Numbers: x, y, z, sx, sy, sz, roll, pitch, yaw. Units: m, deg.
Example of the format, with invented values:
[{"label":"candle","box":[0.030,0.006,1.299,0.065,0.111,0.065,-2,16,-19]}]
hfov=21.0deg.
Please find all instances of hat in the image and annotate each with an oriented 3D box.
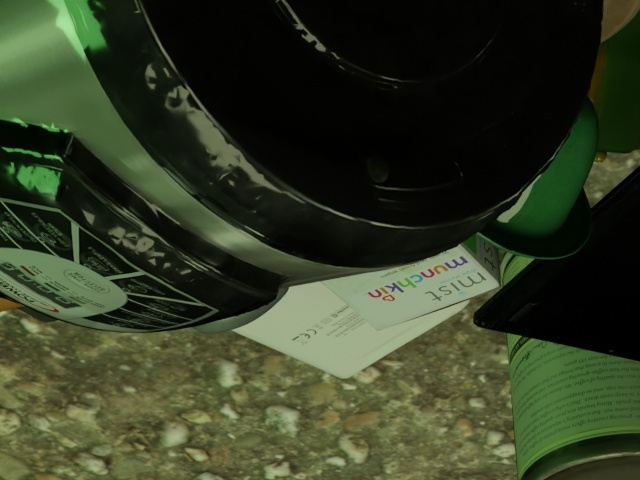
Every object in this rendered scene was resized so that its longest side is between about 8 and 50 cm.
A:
[{"label":"hat","box":[0.166,-0.102,1.171,0.173,0.208,0.183,22,129,-23]}]

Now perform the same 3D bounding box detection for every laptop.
[{"label":"laptop","box":[0.376,-0.082,1.391,0.408,0.236,0.382,12,143,-27]}]

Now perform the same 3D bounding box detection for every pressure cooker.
[{"label":"pressure cooker","box":[-0.089,-0.137,1.028,0.376,0.369,0.420,-16,-177,-40]}]

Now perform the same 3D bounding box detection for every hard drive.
[{"label":"hard drive","box":[-0.028,0.039,1.760,0.308,0.040,0.203,27,136,-32]}]

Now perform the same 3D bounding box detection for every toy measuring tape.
[{"label":"toy measuring tape","box":[0.255,-0.166,1.414,0.121,0.121,0.330,5,144,-7]}]

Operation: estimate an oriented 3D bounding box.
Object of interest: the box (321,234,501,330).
[{"label":"box","box":[0.030,-0.100,1.379,0.127,0.262,0.231,-22,138,27]}]

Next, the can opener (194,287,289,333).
[{"label":"can opener","box":[0.000,0.000,1.617,0.280,0.093,0.074,-35,130,12]}]

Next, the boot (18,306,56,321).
[{"label":"boot","box":[-0.261,0.025,1.725,0.198,0.076,0.137,-14,149,40]}]

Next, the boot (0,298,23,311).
[{"label":"boot","box":[-0.251,-0.001,1.465,0.284,0.109,0.220,12,151,-15]}]

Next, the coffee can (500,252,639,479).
[{"label":"coffee can","box":[0.284,0.136,1.695,0.202,0.275,0.201,0,145,0]}]

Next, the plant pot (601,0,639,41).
[{"label":"plant pot","box":[0.142,-0.257,1.190,0.263,0.229,0.263,0,143,0]}]
